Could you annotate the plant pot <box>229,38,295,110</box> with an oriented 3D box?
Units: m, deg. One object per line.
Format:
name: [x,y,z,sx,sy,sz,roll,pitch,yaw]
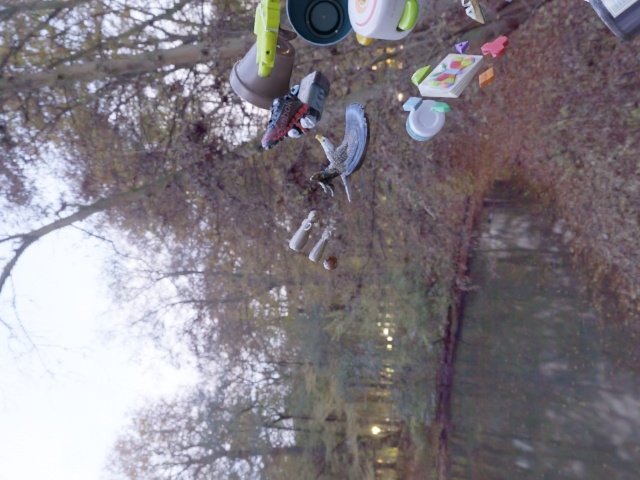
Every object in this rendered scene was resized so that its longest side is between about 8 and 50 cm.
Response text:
plant pot: [-0.211,-0.706,1.887,0.229,0.263,0.263,-49,23,44]

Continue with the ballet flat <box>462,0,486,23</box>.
ballet flat: [0.663,-1.036,2.014,0.232,0.073,0.080,40,-145,-50]

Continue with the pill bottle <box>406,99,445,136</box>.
pill bottle: [0.448,-0.511,1.984,0.264,0.146,0.146,-40,-49,-81]

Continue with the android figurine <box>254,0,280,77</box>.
android figurine: [-0.178,-0.692,1.514,0.273,0.056,0.248,105,159,-46]

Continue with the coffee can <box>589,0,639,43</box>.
coffee can: [0.816,-0.649,1.095,0.275,0.201,0.202,-38,35,47]

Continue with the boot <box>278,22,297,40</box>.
boot: [-0.145,-0.782,1.694,0.114,0.106,0.037,48,-134,-84]

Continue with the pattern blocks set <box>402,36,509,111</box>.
pattern blocks set: [0.411,-0.519,1.436,0.325,0.285,0.026,-58,-45,-22]

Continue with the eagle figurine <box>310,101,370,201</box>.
eagle figurine: [0.086,-0.309,1.583,0.225,0.298,0.226,33,-163,-44]

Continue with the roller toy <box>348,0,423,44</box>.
roller toy: [0.164,-0.638,1.218,0.209,0.146,0.191,-172,76,-65]

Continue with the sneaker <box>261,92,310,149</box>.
sneaker: [-0.161,-0.478,1.811,0.135,0.097,0.276,46,-116,-22]

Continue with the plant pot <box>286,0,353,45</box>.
plant pot: [0.014,-0.949,1.910,0.196,0.293,0.293,-83,-7,-77]

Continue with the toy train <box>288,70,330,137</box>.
toy train: [-0.063,-0.603,2.039,0.142,0.190,0.334,39,-134,-33]

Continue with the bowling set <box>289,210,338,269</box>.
bowling set: [0.000,0.000,1.692,0.154,0.200,0.287,-58,8,-1]
